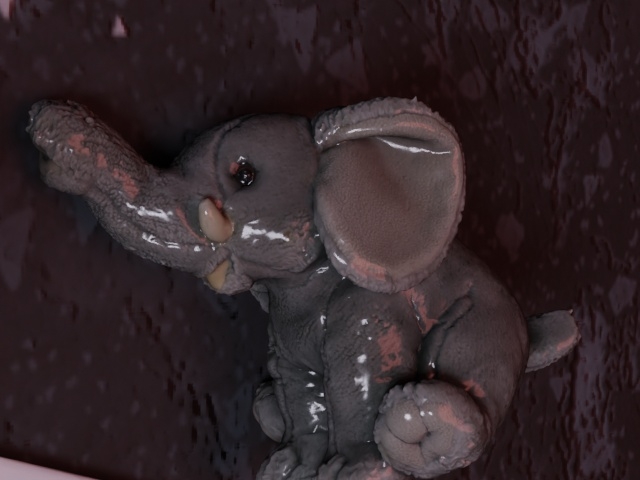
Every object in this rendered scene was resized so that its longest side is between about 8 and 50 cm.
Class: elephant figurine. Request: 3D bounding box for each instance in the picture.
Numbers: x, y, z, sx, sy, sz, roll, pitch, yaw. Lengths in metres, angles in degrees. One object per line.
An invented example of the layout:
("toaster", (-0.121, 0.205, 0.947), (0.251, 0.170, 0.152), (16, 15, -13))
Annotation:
("elephant figurine", (0.000, 0.000, 0.807), (0.239, 0.169, 0.186), (65, 19, -8))

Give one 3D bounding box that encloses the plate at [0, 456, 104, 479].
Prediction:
("plate", (-0.109, 0.218, 0.683), (0.277, 0.045, 0.278), (23, 36, -46))
